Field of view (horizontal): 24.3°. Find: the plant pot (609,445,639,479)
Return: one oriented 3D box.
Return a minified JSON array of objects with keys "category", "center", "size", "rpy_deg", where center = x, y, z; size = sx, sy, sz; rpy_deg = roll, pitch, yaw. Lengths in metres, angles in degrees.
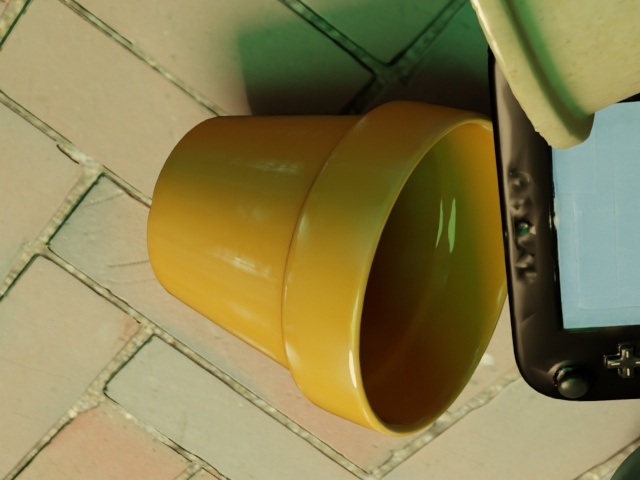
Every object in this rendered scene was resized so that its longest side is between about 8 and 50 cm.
[{"category":"plant pot","center":[0.282,0.250,0.970],"size":[0.271,0.255,0.272],"rpy_deg":[2,109,6]}]

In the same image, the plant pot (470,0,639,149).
[{"category":"plant pot","center":[0.202,-0.237,0.601],"size":[0.305,0.334,0.334],"rpy_deg":[-15,122,18]}]

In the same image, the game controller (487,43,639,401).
[{"category":"game controller","center":[0.196,-0.021,0.925],"size":[0.166,0.067,0.319],"rpy_deg":[1,130,15]}]

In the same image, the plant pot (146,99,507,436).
[{"category":"plant pot","center":[0.000,0.000,0.956],"size":[0.188,0.205,0.205],"rpy_deg":[16,135,30]}]
